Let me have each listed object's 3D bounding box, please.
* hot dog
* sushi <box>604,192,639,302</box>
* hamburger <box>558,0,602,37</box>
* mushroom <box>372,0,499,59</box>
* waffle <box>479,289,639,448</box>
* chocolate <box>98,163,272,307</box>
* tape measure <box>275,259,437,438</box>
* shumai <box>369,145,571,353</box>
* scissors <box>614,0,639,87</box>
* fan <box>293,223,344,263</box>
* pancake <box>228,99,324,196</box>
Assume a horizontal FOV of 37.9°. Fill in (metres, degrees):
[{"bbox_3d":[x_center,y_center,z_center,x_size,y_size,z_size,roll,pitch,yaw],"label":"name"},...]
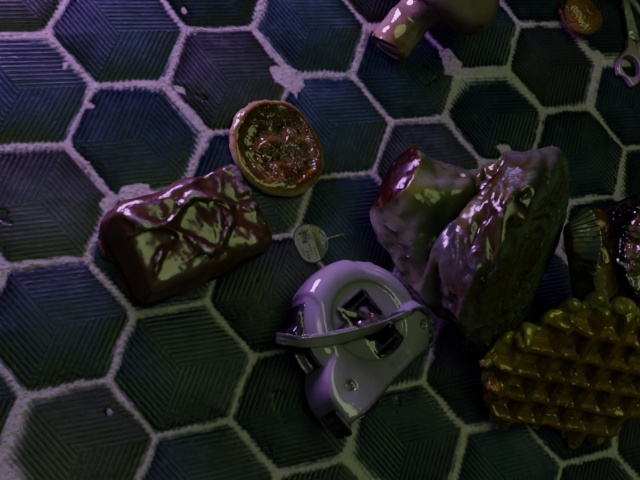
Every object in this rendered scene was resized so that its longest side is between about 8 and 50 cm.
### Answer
[{"bbox_3d":[0.427,0.080,1.430,0.163,0.081,0.270,-78,156,-57],"label":"hot dog"},{"bbox_3d":[0.527,-0.001,1.554,0.147,0.115,0.212,38,64,-9],"label":"sushi"},{"bbox_3d":[0.473,-0.410,1.696,0.076,0.044,0.083,-40,94,-27],"label":"hamburger"},{"bbox_3d":[0.191,-0.388,1.500,0.206,0.206,0.209,9,93,-20],"label":"mushroom"},{"bbox_3d":[0.376,0.202,1.374,0.300,0.281,0.058,35,23,-28],"label":"waffle"},{"bbox_3d":[-0.185,-0.010,1.270,0.214,0.093,0.148,-25,84,-27],"label":"chocolate"},{"bbox_3d":[0.047,0.127,1.313,0.236,0.120,0.197,-39,90,-32],"label":"tape measure"},{"bbox_3d":[0.207,-0.014,1.411,0.263,0.304,0.309,25,56,24],"label":"shumai"},{"bbox_3d":[0.583,-0.385,1.747,0.110,0.021,0.212,-4,76,-21],"label":"scissors"},{"bbox_3d":[-0.008,-0.004,1.391,0.060,0.003,0.080,46,63,-5],"label":"fan"},{"bbox_3d":[-0.064,-0.140,1.396,0.158,0.028,0.158,7,73,-23],"label":"pancake"}]
